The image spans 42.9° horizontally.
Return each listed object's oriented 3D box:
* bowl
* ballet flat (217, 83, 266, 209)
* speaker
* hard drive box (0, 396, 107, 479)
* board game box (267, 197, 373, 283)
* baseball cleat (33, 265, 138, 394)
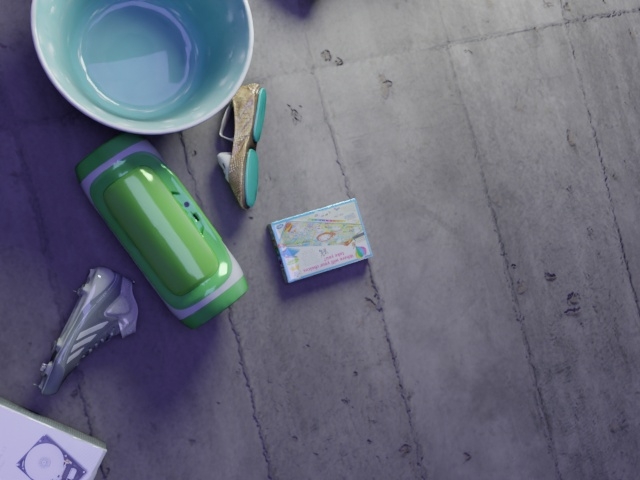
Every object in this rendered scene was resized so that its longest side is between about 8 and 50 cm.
[{"bbox_3d":[-0.268,-0.295,1.224,0.312,0.163,0.311,2,84,-17],"label":"bowl"},{"bbox_3d":[-0.131,-0.152,1.313,0.067,0.073,0.206,4,80,11],"label":"ballet flat"},{"bbox_3d":[-0.238,-0.016,1.229,0.131,0.131,0.296,-37,96,-16],"label":"speaker"},{"bbox_3d":[-0.450,0.329,1.154,0.232,0.089,0.181,27,78,-13],"label":"hard drive box"},{"bbox_3d":[0.000,0.000,1.350,0.154,0.026,0.103,-17,90,-18],"label":"board game box"},{"bbox_3d":[-0.338,0.144,1.214,0.109,0.072,0.205,26,82,-20],"label":"baseball cleat"}]
